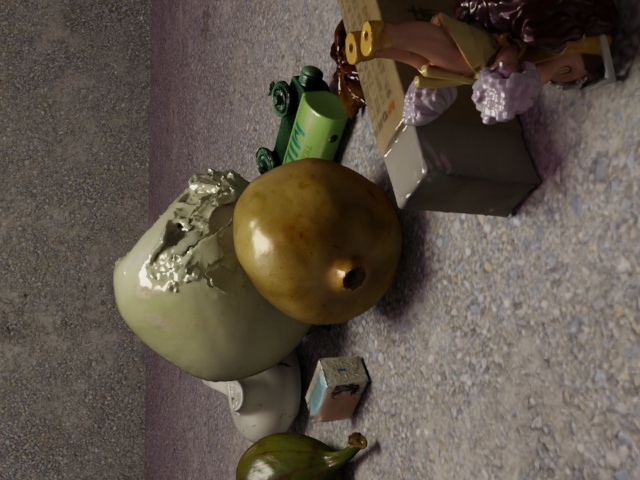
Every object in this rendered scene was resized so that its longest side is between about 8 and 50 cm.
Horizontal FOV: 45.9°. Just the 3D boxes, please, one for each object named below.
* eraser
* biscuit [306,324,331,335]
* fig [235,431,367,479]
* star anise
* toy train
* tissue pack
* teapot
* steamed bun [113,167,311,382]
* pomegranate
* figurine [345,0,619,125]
[{"bbox_3d":[0.118,-0.186,0.834,0.078,0.144,0.343,124,141,-50],"label":"eraser"},{"bbox_3d":[-0.006,0.133,1.274,0.089,0.016,0.046,151,118,-65],"label":"biscuit"},{"bbox_3d":[-0.010,0.334,1.154,0.259,0.151,0.151,-41,46,28],"label":"fig"},{"bbox_3d":[0.050,-0.263,1.121,0.168,0.057,0.168,-177,90,-67],"label":"star anise"},{"bbox_3d":[-0.025,-0.155,1.255,0.157,0.105,0.253,56,142,35],"label":"toy train"},{"bbox_3d":[0.022,0.221,1.121,0.059,0.074,0.094,-114,31,-43],"label":"tissue pack"},{"bbox_3d":[-0.126,0.263,1.379,0.299,0.166,0.208,-15,87,62],"label":"teapot"},{"bbox_3d":[-0.133,0.049,1.195,0.233,0.312,0.334,-35,22,49],"label":"steamed bun"},{"bbox_3d":[-0.002,-0.002,1.021,0.233,0.233,0.233,-178,90,-68],"label":"pomegranate"},{"bbox_3d":[0.143,-0.166,0.648,0.174,0.240,0.116,-159,53,-69],"label":"figurine"}]
